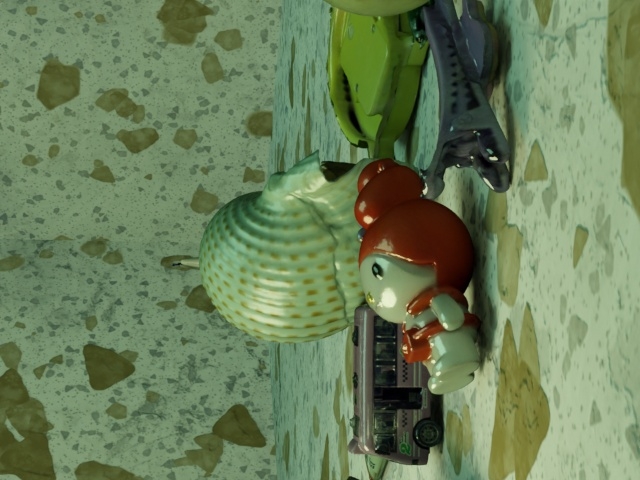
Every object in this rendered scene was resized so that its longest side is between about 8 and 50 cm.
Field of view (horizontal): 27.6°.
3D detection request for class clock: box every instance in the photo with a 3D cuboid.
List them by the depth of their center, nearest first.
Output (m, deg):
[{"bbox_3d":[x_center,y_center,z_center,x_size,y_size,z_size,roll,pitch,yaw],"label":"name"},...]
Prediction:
[{"bbox_3d":[0.087,-0.267,1.866,0.277,0.071,0.293,110,150,-44],"label":"clock"}]

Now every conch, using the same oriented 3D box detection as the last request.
[{"bbox_3d":[0.003,0.017,1.711,0.319,0.303,0.215,147,109,-66],"label":"conch"}]

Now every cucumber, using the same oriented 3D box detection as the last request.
[{"bbox_3d":[0.130,-0.303,1.672,0.037,0.037,0.155,100,170,-51],"label":"cucumber"}]

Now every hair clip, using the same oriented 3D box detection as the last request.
[{"bbox_3d":[0.148,-0.149,1.339,0.137,0.090,0.278,87,-174,-53],"label":"hair clip"}]

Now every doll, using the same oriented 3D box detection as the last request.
[{"bbox_3d":[0.104,0.023,1.438,0.161,0.130,0.290,92,162,-62],"label":"doll"}]

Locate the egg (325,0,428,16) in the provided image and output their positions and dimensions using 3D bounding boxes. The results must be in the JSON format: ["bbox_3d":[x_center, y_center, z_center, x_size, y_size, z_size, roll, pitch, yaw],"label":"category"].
[{"bbox_3d":[0.063,-0.360,1.480,0.295,0.218,0.218,126,145,-88],"label":"egg"}]

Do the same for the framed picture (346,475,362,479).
[{"bbox_3d":[0.071,0.403,1.401,0.347,0.016,0.265,-5,67,64],"label":"framed picture"}]

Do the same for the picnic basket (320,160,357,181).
[{"bbox_3d":[0.005,-0.055,2.061,0.128,0.179,0.137,-102,14,-67],"label":"picnic basket"}]

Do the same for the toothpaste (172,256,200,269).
[{"bbox_3d":[-0.106,0.045,2.363,0.100,0.323,0.066,150,121,-82],"label":"toothpaste"}]

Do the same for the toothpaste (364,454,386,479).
[{"bbox_3d":[0.088,0.297,1.923,0.239,0.039,0.062,98,163,-58],"label":"toothpaste"}]

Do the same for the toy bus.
[{"bbox_3d":[0.090,0.176,1.614,0.096,0.108,0.198,163,108,-83],"label":"toy bus"}]
